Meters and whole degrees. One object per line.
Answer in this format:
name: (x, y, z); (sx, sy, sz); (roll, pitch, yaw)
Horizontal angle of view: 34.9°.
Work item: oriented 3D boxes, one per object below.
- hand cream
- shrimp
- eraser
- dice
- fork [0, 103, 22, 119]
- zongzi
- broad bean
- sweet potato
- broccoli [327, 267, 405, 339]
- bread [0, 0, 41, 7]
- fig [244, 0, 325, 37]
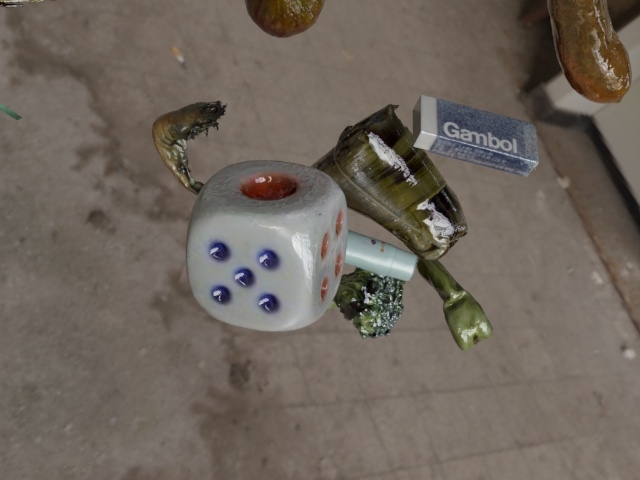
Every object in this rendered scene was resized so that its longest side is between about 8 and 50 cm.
hand cream: (0.000, 0.000, 1.716); (0.331, 0.058, 0.085); (16, 48, -4)
shrimp: (-0.210, -0.162, 1.881); (0.051, 0.262, 0.198); (-41, 106, -38)
eraser: (0.260, -0.176, 1.713); (0.213, 0.046, 0.091); (13, 53, -12)
dice: (-0.073, 0.004, 1.452); (0.194, 0.191, 0.193); (7, 31, 14)
fork: (-0.518, -0.221, 1.542); (0.235, 0.039, 0.021); (41, 29, -66)
zongzi: (0.096, -0.068, 1.859); (0.286, 0.288, 0.134); (55, 43, -5)
broad bean: (0.250, 0.111, 1.892); (0.153, 0.072, 0.206); (54, 9, -53)
sweet potato: (0.355, -0.295, 1.389); (0.292, 0.097, 0.097); (52, 27, -43)
broccoli: (0.027, 0.096, 2.026); (0.165, 0.304, 0.145); (-54, 134, -27)
bread: (-0.488, -0.495, 1.687); (0.261, 0.156, 0.158); (-4, 61, -14)
fig: (-0.091, -0.577, 2.197); (0.290, 0.191, 0.190); (69, 10, -56)
